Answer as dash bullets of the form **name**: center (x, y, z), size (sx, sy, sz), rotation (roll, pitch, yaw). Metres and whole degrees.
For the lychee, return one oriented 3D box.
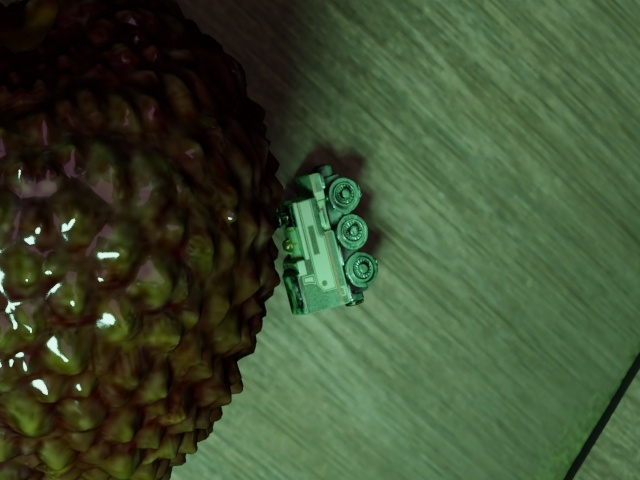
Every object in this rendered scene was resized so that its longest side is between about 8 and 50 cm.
- **lychee**: center (-0.137, 0.013, 0.850), size (0.271, 0.271, 0.271), rotation (1, 87, -23)

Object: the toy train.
- **toy train**: center (0.000, 0.000, 1.010), size (0.053, 0.033, 0.083), rotation (-16, 94, -20)
